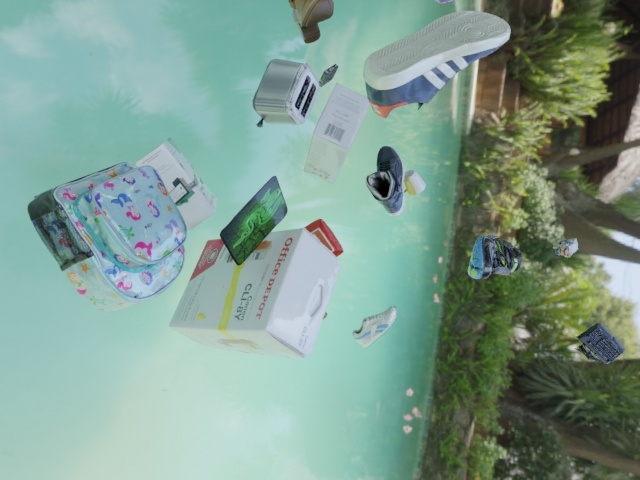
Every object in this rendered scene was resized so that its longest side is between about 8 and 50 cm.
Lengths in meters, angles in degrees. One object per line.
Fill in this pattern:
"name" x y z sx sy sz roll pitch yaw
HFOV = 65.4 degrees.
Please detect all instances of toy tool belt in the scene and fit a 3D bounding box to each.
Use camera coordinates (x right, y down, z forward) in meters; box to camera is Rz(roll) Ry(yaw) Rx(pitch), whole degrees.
"toy tool belt" 0.650 0.021 1.338 0.083 0.051 0.052 -20 106 -37

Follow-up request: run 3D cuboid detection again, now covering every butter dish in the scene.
"butter dish" 0.000 0.000 1.892 0.160 0.160 0.118 55 27 -7

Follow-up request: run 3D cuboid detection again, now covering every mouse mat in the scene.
"mouse mat" -0.147 -0.043 1.140 0.190 0.007 0.153 -51 154 -20

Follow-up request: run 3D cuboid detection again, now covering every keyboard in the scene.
"keyboard" 0.791 0.308 1.404 0.192 0.100 0.038 36 22 -30

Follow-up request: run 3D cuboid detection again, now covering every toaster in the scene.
"toaster" -0.105 -0.444 1.522 0.129 0.146 0.227 42 65 -56

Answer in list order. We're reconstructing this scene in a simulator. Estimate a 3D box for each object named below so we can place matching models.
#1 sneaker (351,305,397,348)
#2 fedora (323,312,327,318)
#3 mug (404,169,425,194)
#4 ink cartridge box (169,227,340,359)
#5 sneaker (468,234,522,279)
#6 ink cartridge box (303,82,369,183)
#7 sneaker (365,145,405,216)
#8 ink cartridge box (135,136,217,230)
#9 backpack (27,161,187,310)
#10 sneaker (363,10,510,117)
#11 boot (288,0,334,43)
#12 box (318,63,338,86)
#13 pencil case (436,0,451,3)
"sneaker" 0.235 0.358 2.137 0.229 0.092 0.087 -47 -172 9
"fedora" -0.061 0.348 2.149 0.194 0.194 0.079 67 19 -58
"mug" 0.282 -0.179 1.545 0.078 0.062 0.064 -50 129 -17
"ink cartridge box" -0.173 0.134 1.284 0.160 0.384 0.279 42 55 -38
"sneaker" 0.311 0.029 0.875 0.188 0.078 0.067 -14 119 -57
"ink cartridge box" 0.063 -0.382 1.711 0.309 0.130 0.272 119 -5 -74
"sneaker" 0.189 -0.201 1.457 0.163 0.086 0.226 31 49 -59
"ink cartridge box" -0.378 -0.153 1.337 0.219 0.092 0.160 54 3 -20
"backpack" -0.368 -0.006 0.927 0.254 0.191 0.225 69 27 -14
"sneaker" 0.252 -0.381 1.099 0.148 0.349 0.131 79 -15 -55
"boot" -0.037 -0.542 1.094 0.197 0.072 0.153 168 -98 -77
"box" 0.030 -0.635 1.920 0.067 0.018 0.083 -40 177 -24
"pencil case" 0.180 -0.497 0.915 0.206 0.088 0.087 -3 99 -41
